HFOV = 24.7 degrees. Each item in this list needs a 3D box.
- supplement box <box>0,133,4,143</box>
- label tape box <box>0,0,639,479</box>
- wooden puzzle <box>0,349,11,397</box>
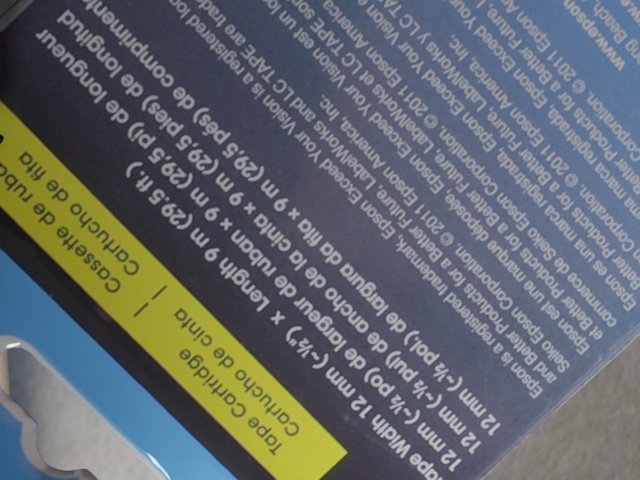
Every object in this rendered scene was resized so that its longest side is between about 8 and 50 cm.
[{"bbox_3d":[-0.152,-0.012,0.456,0.056,0.083,0.083,37,98,-8],"label":"supplement box"},{"bbox_3d":[0.002,-0.031,0.574,0.347,0.115,0.249,-43,104,3],"label":"label tape box"},{"bbox_3d":[-0.250,0.113,0.528,0.348,0.080,0.322,-32,126,-58],"label":"wooden puzzle"}]
